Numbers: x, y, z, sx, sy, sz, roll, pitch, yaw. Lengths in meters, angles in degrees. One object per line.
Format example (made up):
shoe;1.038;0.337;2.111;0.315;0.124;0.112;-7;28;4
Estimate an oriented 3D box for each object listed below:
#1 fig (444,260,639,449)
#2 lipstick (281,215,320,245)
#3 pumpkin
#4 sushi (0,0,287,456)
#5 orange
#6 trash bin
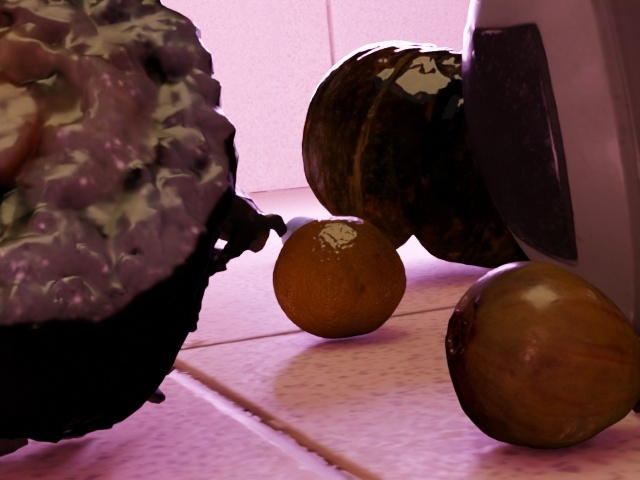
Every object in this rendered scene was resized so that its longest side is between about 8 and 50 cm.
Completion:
fig;0.101;0.050;0.463;0.098;0.082;0.084;10;-31;-3
lipstick;0.000;0.000;1.190;0.048;0.048;0.158;-7;5;-17
pumpkin;0.128;-0.083;1.068;0.321;0.192;0.320;9;8;-1
sushi;-0.155;0.005;0.530;0.238;0.225;0.219;30;-33;-8
orange;0.011;0.024;0.744;0.085;0.085;0.095;-7;8;-24
trash bin;0.298;-0.108;0.640;0.432;0.280;0.280;-11;5;8
